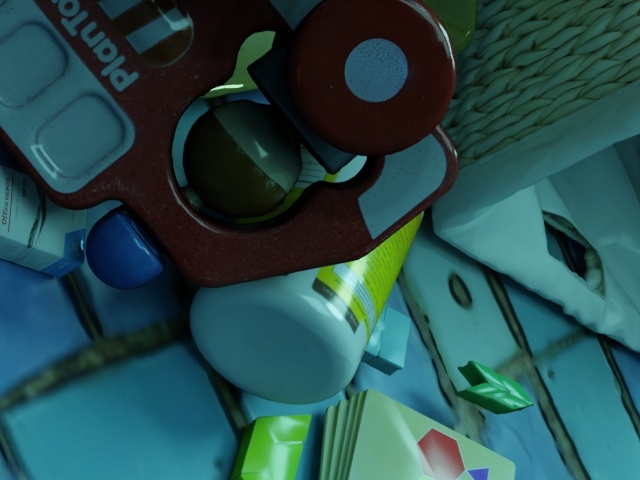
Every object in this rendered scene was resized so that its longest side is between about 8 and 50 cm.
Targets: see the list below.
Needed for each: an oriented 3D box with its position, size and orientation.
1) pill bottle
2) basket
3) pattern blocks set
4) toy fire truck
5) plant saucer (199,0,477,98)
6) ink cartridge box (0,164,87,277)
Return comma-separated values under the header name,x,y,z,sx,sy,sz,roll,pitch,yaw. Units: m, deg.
name,x,y,z,sx,sy,sz,roll,pitch,yaw
pill bottle,0.000,0.000,1.165,0.117,0.117,0.215,47,45,-21
basket,0.304,-0.108,1.391,0.328,0.331,0.266,28,47,-36
pattern blocks set,0.062,0.207,1.171,0.285,0.026,0.325,36,50,-15
toy fire truck,-0.073,-0.105,1.032,0.302,0.254,0.169,53,2,-10
plant saucer,-0.016,-0.288,1.234,0.332,0.081,0.333,-15,109,-45
ink cartridge box,-0.185,-0.014,1.042,0.083,0.028,0.048,21,56,-39
